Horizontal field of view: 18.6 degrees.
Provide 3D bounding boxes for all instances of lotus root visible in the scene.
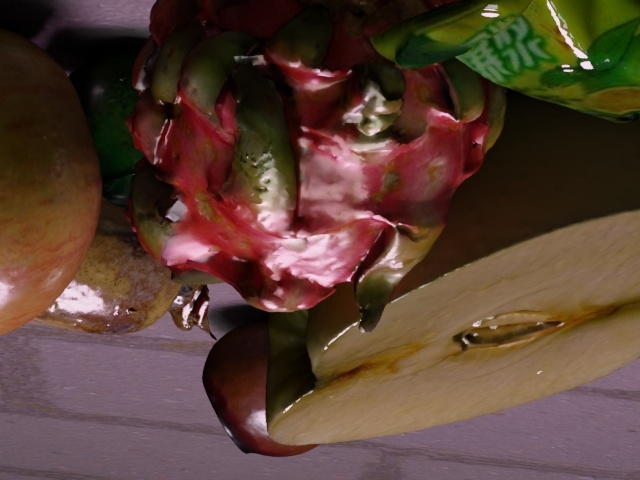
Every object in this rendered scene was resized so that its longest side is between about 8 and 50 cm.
[{"bbox_3d":[-0.196,0.014,1.783,0.278,0.154,0.154,18,157,-31],"label":"lotus root"}]

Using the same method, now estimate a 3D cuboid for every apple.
[{"bbox_3d":[-0.284,-0.041,1.485,0.194,0.260,0.261,-14,173,-32],"label":"apple"},{"bbox_3d":[0.131,0.040,1.508,0.360,0.320,0.312,-10,-159,-19],"label":"apple"}]

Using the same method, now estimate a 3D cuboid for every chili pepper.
[{"bbox_3d":[-0.084,-0.075,1.534,0.265,0.116,0.148,6,158,-5],"label":"chili pepper"}]

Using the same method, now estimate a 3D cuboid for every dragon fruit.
[{"bbox_3d":[-0.016,-0.083,1.298,0.237,0.231,0.303,39,138,-19],"label":"dragon fruit"}]

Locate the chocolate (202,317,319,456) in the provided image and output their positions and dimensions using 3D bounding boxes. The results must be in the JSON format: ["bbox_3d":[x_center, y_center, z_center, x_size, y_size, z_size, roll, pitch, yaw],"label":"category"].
[{"bbox_3d":[-0.037,0.154,2.148,0.177,0.176,0.177,5,161,2],"label":"chocolate"}]

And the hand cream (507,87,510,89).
[{"bbox_3d":[0.136,-0.131,1.442,0.210,0.043,0.067,-4,161,10],"label":"hand cream"}]

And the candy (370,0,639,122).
[{"bbox_3d":[0.164,-0.113,1.107,0.246,0.069,0.149,13,167,-22],"label":"candy"}]
